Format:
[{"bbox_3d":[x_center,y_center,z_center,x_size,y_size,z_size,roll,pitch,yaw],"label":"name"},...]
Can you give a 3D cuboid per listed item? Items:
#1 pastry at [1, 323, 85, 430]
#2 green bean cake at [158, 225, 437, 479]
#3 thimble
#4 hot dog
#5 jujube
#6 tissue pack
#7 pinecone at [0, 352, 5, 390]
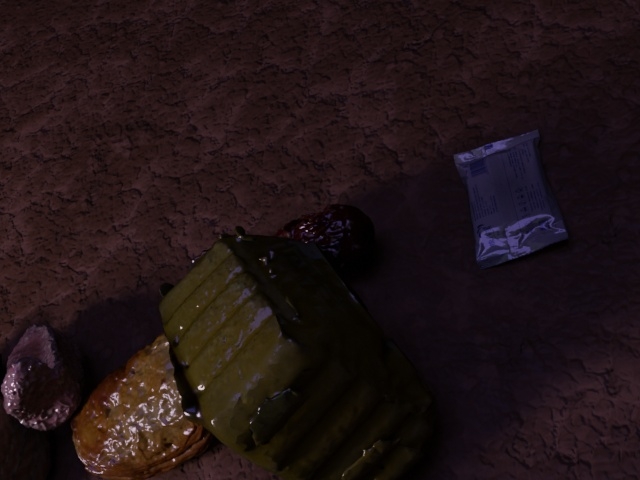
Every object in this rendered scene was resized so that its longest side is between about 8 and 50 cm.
[{"bbox_3d":[-0.388,0.192,1.249,0.103,0.112,0.265,-47,14,-2],"label":"pastry"},{"bbox_3d":[-0.015,0.126,1.048,0.202,0.285,0.310,-48,38,10],"label":"green bean cake"},{"bbox_3d":[-0.496,0.333,1.235,0.196,0.148,0.229,3,59,31],"label":"thimble"},{"bbox_3d":[-0.218,0.217,1.189,0.259,0.114,0.175,-39,53,23],"label":"hot dog"},{"bbox_3d":[0.003,0.000,1.228,0.166,0.104,0.104,-3,58,38],"label":"jujube"},{"bbox_3d":[0.251,-0.059,1.182,0.123,0.026,0.193,-18,53,17],"label":"tissue pack"},{"bbox_3d":[-0.542,0.215,1.364,0.109,0.102,0.102,-9,50,-14],"label":"pinecone"}]
